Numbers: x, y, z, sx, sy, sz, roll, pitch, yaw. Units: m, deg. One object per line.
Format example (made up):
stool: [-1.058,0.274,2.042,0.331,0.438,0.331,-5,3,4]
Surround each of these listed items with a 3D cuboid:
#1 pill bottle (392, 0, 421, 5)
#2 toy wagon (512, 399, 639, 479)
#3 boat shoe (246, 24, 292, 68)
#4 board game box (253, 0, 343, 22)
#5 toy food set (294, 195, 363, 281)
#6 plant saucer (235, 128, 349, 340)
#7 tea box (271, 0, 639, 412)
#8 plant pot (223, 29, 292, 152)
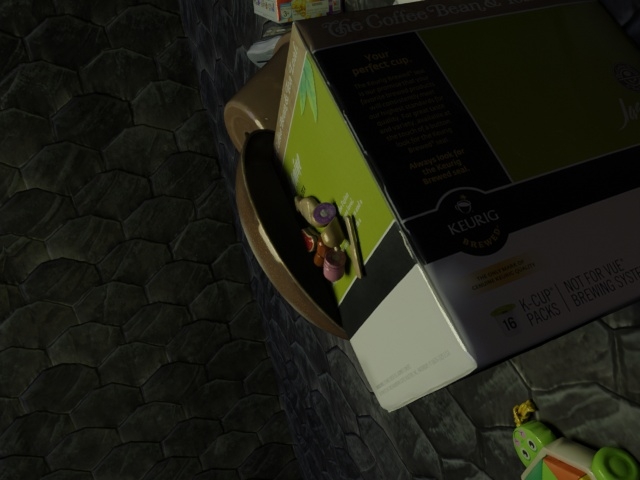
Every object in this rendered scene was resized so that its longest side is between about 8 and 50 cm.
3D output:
pill bottle: [0.160,-0.316,0.605,0.229,0.131,0.131,123,127,-66]
toy wagon: [0.374,0.391,0.729,0.344,0.068,0.267,56,155,39]
boat shoe: [-0.072,-0.447,1.178,0.302,0.109,0.094,26,88,50]
board game box: [-0.053,-0.566,0.954,0.144,0.142,0.275,-131,30,-50]
toy food set: [0.000,0.000,0.486,0.122,0.019,0.078,-159,54,-67]
plant saucer: [-0.005,-0.001,0.665,0.310,0.050,0.310,44,-153,-29]
tea box: [0.164,-0.054,0.523,0.220,0.329,0.323,113,137,-63]
plant pot: [-0.053,-0.247,0.996,0.263,0.229,0.263,39,153,24]
